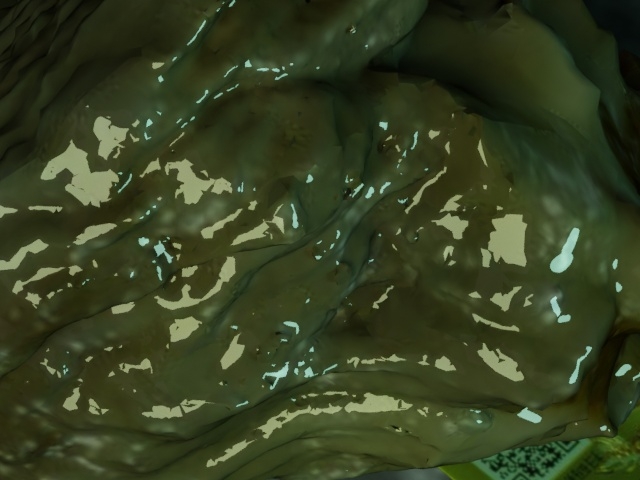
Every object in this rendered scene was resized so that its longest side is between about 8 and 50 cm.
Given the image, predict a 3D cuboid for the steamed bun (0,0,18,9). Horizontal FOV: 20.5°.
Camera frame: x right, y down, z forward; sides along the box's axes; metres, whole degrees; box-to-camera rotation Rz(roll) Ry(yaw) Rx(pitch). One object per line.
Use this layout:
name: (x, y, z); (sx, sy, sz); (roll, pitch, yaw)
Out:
steamed bun: (-0.242, -0.086, 0.694); (0.203, 0.276, 0.289); (41, 97, -16)

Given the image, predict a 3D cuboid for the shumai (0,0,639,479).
shumai: (0.000, 0.000, 0.602); (0.262, 0.267, 0.314); (41, 82, -18)

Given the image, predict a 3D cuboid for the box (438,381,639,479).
box: (0.061, 0.005, 0.746); (0.311, 0.043, 0.173); (38, 121, -1)
